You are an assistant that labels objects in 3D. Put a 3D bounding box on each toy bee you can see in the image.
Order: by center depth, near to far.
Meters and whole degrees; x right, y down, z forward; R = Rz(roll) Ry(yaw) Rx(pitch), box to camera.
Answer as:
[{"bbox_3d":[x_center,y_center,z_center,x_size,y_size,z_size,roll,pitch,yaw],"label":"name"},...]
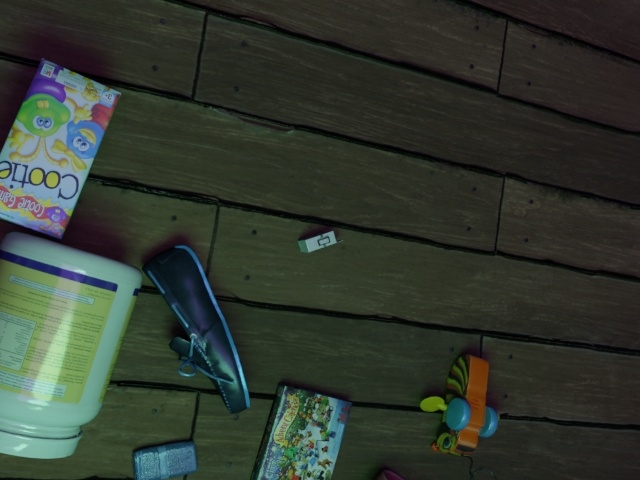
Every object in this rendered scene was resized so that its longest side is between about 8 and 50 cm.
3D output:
[{"bbox_3d":[0.299,0.409,1.525,0.195,0.162,0.298,38,52,-9],"label":"toy bee"}]

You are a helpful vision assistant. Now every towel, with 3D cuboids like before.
[{"bbox_3d":[-0.302,0.430,1.333,0.120,0.029,0.067,-4,91,-21],"label":"towel"}]

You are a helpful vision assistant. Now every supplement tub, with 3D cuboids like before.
[{"bbox_3d":[-0.463,0.172,1.160,0.241,0.241,0.331,19,82,-20],"label":"supplement tub"}]

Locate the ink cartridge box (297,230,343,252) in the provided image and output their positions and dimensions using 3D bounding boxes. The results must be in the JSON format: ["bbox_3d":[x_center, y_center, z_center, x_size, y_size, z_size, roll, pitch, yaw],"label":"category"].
[{"bbox_3d":[0.000,0.000,1.447,0.083,0.048,0.028,-18,96,-22],"label":"ink cartridge box"}]

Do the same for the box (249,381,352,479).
[{"bbox_3d":[-0.042,0.429,1.428,0.159,0.044,0.232,19,83,-21],"label":"box"}]

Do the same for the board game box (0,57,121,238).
[{"bbox_3d":[-0.476,-0.152,1.209,0.142,0.144,0.275,22,81,-19],"label":"board game box"}]

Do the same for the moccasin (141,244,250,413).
[{"bbox_3d":[-0.241,0.180,1.323,0.117,0.138,0.341,-23,84,-16],"label":"moccasin"}]

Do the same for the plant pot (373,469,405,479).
[{"bbox_3d":[0.147,0.616,1.433,0.201,0.201,0.180,42,90,-16],"label":"plant pot"}]
